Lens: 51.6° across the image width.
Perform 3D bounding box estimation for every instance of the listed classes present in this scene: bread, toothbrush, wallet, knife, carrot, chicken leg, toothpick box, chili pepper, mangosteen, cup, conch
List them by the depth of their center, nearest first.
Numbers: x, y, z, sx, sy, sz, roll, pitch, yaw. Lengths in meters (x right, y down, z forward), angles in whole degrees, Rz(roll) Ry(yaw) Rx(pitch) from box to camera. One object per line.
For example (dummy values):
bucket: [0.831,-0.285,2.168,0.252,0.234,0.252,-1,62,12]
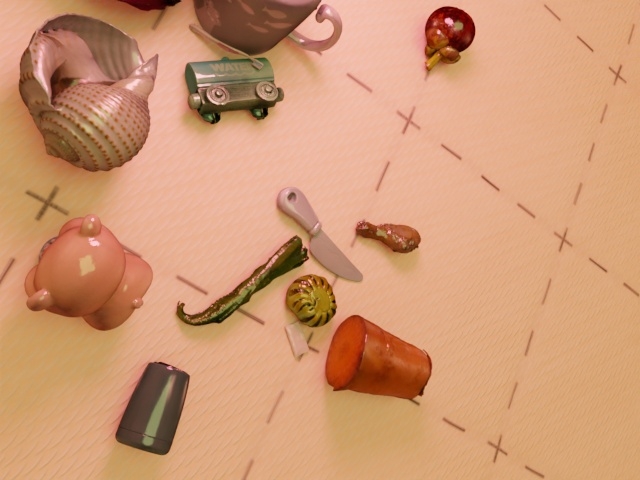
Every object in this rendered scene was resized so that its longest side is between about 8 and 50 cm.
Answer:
conch: [-0.487,-0.300,1.376,0.303,0.215,0.319,48,34,-23]
toothpick box: [-0.355,0.359,1.432,0.120,0.120,0.184,27,70,-24]
cup: [-0.096,-0.581,1.580,0.357,0.274,0.259,31,72,-22]
chili pepper: [-0.175,0.104,1.589,0.359,0.076,0.085,-32,126,-28]
toothbrush: [-0.228,-0.471,1.604,0.204,0.017,0.022,31,56,0]
bread: [-0.018,0.153,1.667,0.130,0.071,0.139,-28,99,-33]
wallet: [-0.059,0.247,1.667,0.044,0.011,0.083,-21,95,-29]
carrot: [0.160,0.316,1.683,0.254,0.196,0.196,22,75,-26]
knife: [-0.002,0.001,1.713,0.080,0.044,0.331,-46,110,-25]
chicken leg: [0.186,-0.014,1.800,0.198,0.069,0.085,14,77,-20]
mangosteen: [0.369,-0.582,1.910,0.156,0.146,0.181,26,73,-27]

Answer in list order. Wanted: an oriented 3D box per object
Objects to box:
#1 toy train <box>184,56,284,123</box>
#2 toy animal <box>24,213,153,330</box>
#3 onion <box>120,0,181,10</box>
toy train: [-0.212,-0.376,1.607,0.248,0.101,0.159,-11,75,-30]
toy animal: [-0.461,0.081,1.338,0.221,0.229,0.210,36,75,-23]
onion: [-0.386,-0.685,1.370,0.348,0.385,0.347,0,78,0]
